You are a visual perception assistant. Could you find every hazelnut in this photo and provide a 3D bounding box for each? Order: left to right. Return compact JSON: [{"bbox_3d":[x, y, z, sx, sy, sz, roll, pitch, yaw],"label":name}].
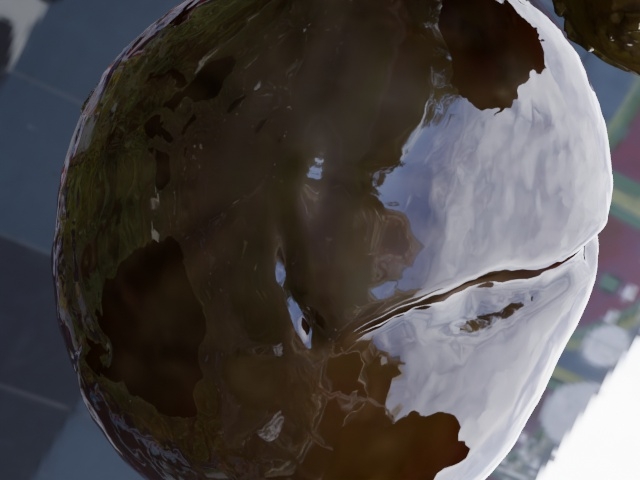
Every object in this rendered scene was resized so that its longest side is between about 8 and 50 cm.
[{"bbox_3d":[0.000,0.000,0.934,0.372,0.315,0.372,9,90,-83],"label":"hazelnut"}]

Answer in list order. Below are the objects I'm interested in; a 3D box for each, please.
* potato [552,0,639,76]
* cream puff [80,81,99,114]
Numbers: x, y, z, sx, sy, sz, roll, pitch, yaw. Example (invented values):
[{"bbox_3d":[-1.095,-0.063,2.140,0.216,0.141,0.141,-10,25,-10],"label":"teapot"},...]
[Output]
[{"bbox_3d":[0.213,-0.207,0.845,0.173,0.140,0.300,3,-124,36],"label":"potato"},{"bbox_3d":[-0.118,-0.094,1.586,0.183,0.183,0.169,-41,-108,32],"label":"cream puff"}]
